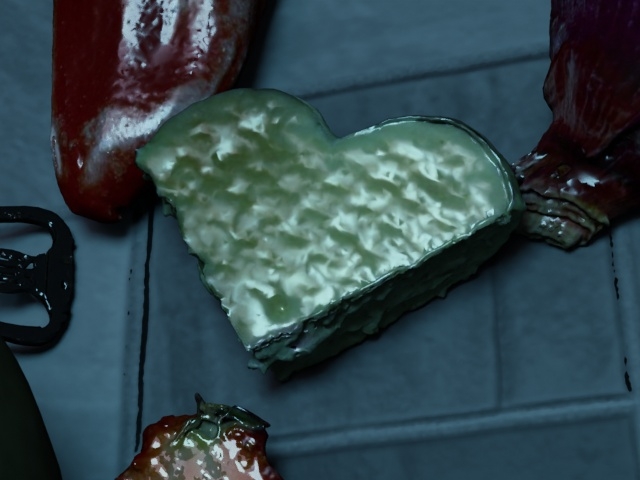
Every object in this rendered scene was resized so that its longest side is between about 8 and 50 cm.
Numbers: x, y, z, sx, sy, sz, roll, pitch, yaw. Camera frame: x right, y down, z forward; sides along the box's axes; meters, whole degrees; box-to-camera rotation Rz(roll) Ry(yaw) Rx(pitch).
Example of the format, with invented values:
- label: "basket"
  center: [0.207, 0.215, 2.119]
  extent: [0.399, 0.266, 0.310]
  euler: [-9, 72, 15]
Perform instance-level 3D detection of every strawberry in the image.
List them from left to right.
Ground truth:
- label: "strawberry"
  center: [-0.064, 0.158, 0.837]
  extent: [0.104, 0.048, 0.152]
  euler: [1, 74, 11]

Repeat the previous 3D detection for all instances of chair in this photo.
- label: "chair"
  center: [-0.281, 0.032, 0.971]
  extent: [0.229, 0.113, 0.106]
  euler: [11, 57, -19]

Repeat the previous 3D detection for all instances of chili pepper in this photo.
- label: "chili pepper"
  center: [-0.103, -0.128, 0.998]
  extent: [0.144, 0.136, 0.252]
  euler: [13, 68, -24]

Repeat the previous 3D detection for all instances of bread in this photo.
- label: "bread"
  center: [0.000, 0.000, 0.893]
  extent: [0.232, 0.064, 0.172]
  euler: [9, 71, 18]

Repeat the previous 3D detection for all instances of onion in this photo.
- label: "onion"
  center: [0.226, -0.146, 0.858]
  extent: [0.349, 0.159, 0.267]
  euler: [-45, 54, -12]

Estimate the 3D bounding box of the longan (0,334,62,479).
- label: "longan"
  center: [-0.307, 0.142, 0.749]
  extent: [0.361, 0.361, 0.361]
  euler: [-8, 58, 13]
